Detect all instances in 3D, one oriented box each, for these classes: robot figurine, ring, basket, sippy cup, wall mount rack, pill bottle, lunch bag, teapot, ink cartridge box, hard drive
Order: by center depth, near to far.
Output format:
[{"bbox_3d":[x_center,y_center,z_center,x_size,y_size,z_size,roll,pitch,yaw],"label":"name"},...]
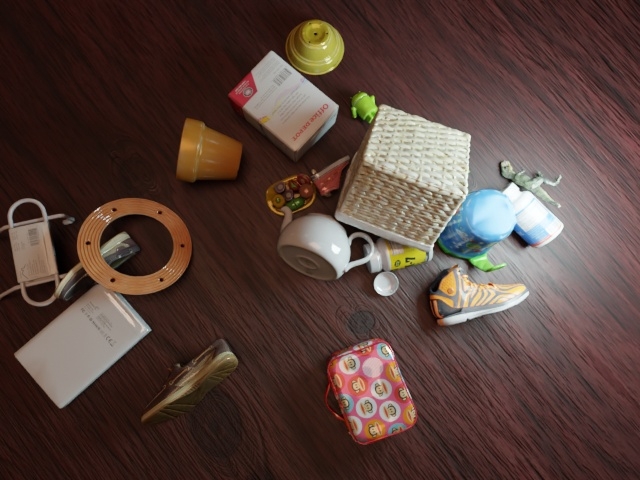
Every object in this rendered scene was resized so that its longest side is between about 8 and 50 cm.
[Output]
[{"bbox_3d":[0.254,-0.200,1.279,0.332,0.266,0.328,19,51,0],"label":"basket"},{"bbox_3d":[0.141,0.482,1.311,0.259,0.120,0.292,-19,84,-4],"label":"lunch bag"},{"bbox_3d":[0.000,0.000,1.327,0.256,0.253,0.187,42,61,-26],"label":"teapot"},{"bbox_3d":[-0.590,0.017,1.330,0.337,0.032,0.336,12,62,-23],"label":"ring"},{"bbox_3d":[-0.950,0.054,1.333,0.305,0.130,0.349,-14,83,-8],"label":"wall mount rack"},{"bbox_3d":[-0.766,0.328,1.336,0.353,0.047,0.233,-42,86,-8],"label":"hard drive"},{"bbox_3d":[0.511,-0.064,1.349,0.306,0.224,0.240,36,83,2],"label":"sippy cup"},{"bbox_3d":[0.256,0.037,1.378,0.209,0.119,0.119,-14,83,-3],"label":"pill bottle"},{"bbox_3d":[0.700,-0.090,1.410,0.124,0.124,0.221,-43,85,-7],"label":"pill bottle"},{"bbox_3d":[-0.127,-0.457,1.427,0.306,0.131,0.226,42,82,2],"label":"ink cartridge box"},{"bbox_3d":[0.157,-0.479,1.472,0.101,0.067,0.115,-35,85,-12],"label":"robot figurine"}]

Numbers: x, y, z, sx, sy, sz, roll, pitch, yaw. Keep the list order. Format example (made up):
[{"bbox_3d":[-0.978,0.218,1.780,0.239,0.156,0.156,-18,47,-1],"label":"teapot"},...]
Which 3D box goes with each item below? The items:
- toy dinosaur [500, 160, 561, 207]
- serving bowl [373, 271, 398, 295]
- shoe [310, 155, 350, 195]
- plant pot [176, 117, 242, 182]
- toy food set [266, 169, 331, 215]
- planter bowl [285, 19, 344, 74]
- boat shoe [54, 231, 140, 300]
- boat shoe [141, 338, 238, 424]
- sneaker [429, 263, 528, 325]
[{"bbox_3d":[0.749,-0.200,1.427,0.118,0.064,0.268,-24,47,-16],"label":"toy dinosaur"},{"bbox_3d":[0.221,0.145,1.403,0.084,0.027,0.083,-1,98,-4],"label":"serving bowl"},{"bbox_3d":[0.048,-0.225,1.427,0.178,0.064,0.081,-37,106,-30],"label":"shoe"},{"bbox_3d":[-0.365,-0.284,1.372,0.188,0.205,0.204,10,82,-16],"label":"plant pot"},{"bbox_3d":[-0.083,-0.171,1.418,0.218,0.071,0.128,-25,84,-5],"label":"toy food set"},{"bbox_3d":[-0.020,-0.723,1.488,0.218,0.090,0.216,0,82,-1],"label":"planter bowl"},{"bbox_3d":[-0.701,0.090,1.312,0.092,0.103,0.285,40,53,-4],"label":"boat shoe"},{"bbox_3d":[-0.427,0.444,1.312,0.342,0.123,0.123,-40,56,-2],"label":"boat shoe"},{"bbox_3d":[0.517,0.155,1.369,0.322,0.124,0.179,-17,84,-4],"label":"sneaker"}]
